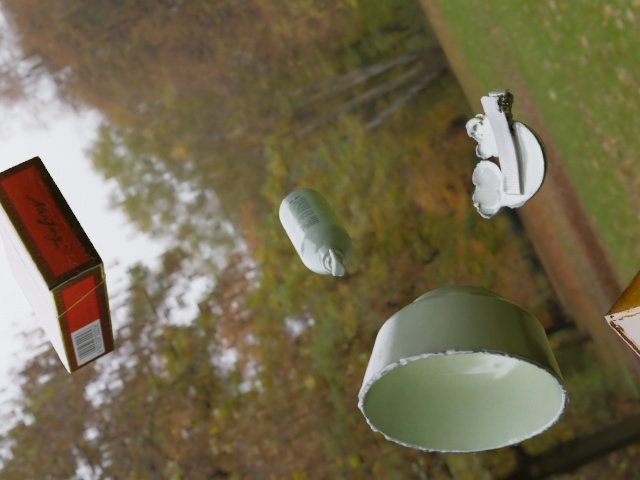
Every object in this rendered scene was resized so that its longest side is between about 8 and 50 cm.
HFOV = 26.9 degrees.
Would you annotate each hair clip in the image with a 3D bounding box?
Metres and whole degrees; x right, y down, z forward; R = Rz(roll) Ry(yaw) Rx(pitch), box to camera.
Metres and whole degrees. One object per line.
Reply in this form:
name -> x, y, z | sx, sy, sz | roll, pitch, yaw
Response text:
hair clip -> 0.245, -0.113, 1.770 | 0.049, 0.116, 0.172 | -26, -69, -42

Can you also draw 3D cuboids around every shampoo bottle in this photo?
shampoo bottle -> 0.000, 0.000, 1.362 | 0.056, 0.056, 0.195 | 61, 180, -23

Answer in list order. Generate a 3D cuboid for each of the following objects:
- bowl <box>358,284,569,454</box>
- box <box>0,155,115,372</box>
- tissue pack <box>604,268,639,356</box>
bowl -> 0.144, 0.121, 1.357 | 0.211, 0.211, 0.112 | 56, -150, -47
box -> -0.295, 0.032, 1.483 | 0.153, 0.074, 0.240 | 60, 162, 21
tissue pack -> 0.460, 0.019, 1.370 | 0.145, 0.274, 0.194 | 45, 154, -6
